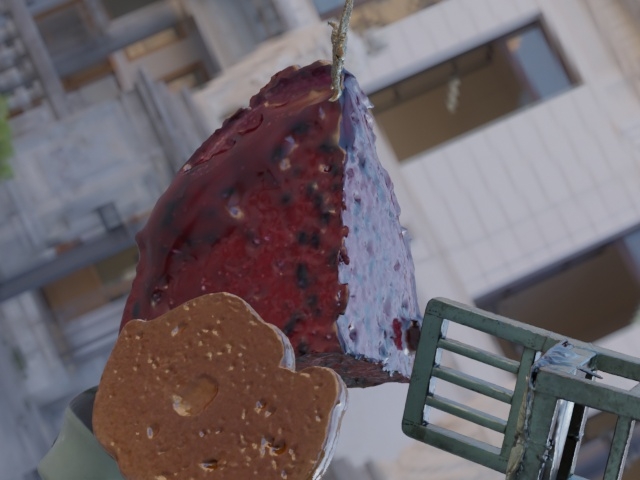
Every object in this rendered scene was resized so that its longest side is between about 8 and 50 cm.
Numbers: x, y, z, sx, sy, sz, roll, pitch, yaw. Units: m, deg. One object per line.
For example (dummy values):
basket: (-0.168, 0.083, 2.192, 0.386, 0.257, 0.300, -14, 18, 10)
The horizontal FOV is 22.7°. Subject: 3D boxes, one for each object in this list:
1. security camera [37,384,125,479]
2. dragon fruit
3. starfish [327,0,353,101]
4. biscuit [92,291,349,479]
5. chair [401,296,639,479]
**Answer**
security camera: (-0.196, 0.271, 1.290, 0.191, 0.277, 0.197, 38, -7, 12)
dragon fruit: (0.000, 0.000, 1.485, 0.240, 0.302, 0.330, 16, -85, 56)
starfish: (0.015, -0.147, 1.188, 0.086, 0.016, 0.092, 166, -65, -81)
biscuit: (-0.050, 0.079, 0.743, 0.130, 0.102, 0.019, 29, -14, 30)
chair: (0.176, 0.150, 1.283, 0.147, 0.270, 0.136, -16, 120, -65)
